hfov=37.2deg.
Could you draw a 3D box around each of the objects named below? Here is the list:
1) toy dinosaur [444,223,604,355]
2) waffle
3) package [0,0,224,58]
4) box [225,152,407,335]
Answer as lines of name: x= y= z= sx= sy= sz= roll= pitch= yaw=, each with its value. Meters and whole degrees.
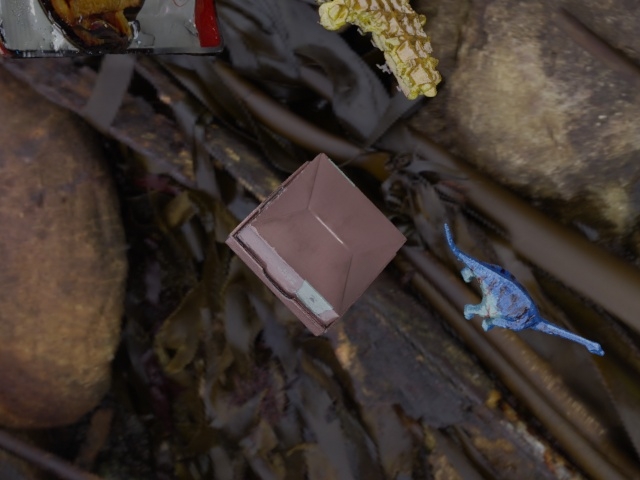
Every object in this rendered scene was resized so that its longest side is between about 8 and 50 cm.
toy dinosaur: x=0.289 y=0.098 z=1.511 sx=0.329 sy=0.076 sz=0.144 roll=39 pitch=152 yaw=-7
waffle: x=0.078 y=-0.362 z=1.497 sx=0.069 sy=0.293 sz=0.260 roll=-30 pitch=44 yaw=28
package: x=-0.140 y=-0.207 z=0.666 sx=0.030 sy=0.239 sz=0.154 roll=7 pitch=103 yaw=25
box: x=0.000 y=0.000 z=1.501 sx=0.215 sy=0.215 sz=0.086 roll=46 pitch=146 yaw=-3
